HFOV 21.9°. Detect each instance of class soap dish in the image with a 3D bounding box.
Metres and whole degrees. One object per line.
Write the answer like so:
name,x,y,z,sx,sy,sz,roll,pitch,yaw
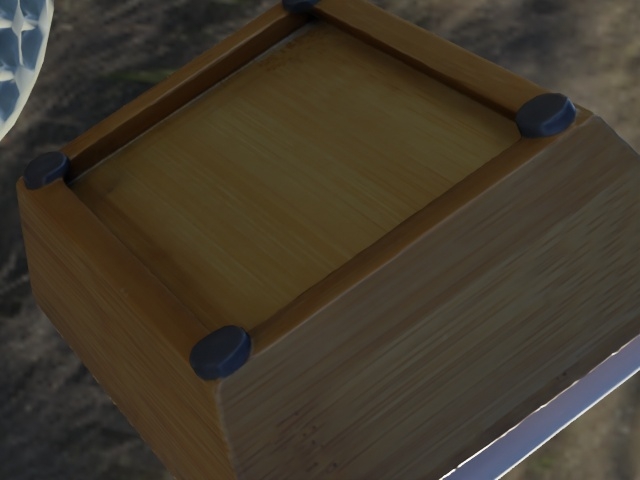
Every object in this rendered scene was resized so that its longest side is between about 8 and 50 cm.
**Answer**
soap dish,0.000,0.000,0.739,0.229,0.291,0.118,-35,123,-12

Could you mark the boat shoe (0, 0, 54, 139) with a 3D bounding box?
boat shoe,-0.247,-0.186,0.307,0.500,0.156,0.187,44,42,-29
